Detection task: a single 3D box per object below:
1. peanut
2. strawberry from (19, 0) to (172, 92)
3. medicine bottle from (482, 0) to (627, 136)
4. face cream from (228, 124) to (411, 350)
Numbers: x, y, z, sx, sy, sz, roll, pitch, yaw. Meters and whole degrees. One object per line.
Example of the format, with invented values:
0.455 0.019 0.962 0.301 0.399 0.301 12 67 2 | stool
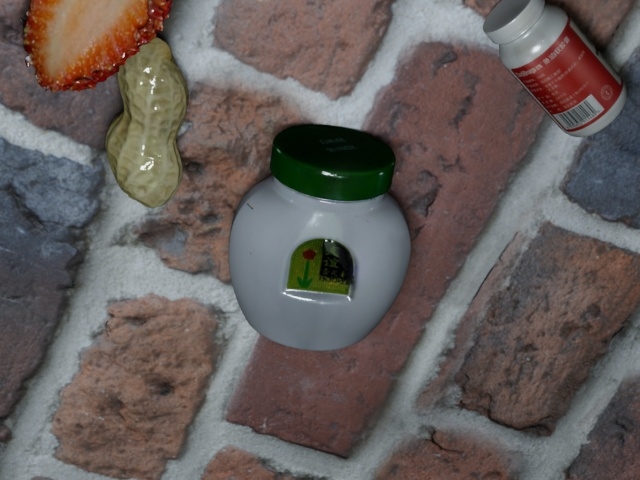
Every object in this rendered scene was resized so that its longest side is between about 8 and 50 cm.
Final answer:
-0.291 -0.199 1.987 0.136 0.120 0.298 8 116 -1 | peanut
-0.354 -0.380 1.885 0.306 0.137 0.233 -38 87 32 | strawberry
0.384 -0.292 1.943 0.131 0.131 0.250 -38 113 19 | medicine bottle
0.000 0.000 2.049 0.312 0.219 0.357 7 116 -3 | face cream
